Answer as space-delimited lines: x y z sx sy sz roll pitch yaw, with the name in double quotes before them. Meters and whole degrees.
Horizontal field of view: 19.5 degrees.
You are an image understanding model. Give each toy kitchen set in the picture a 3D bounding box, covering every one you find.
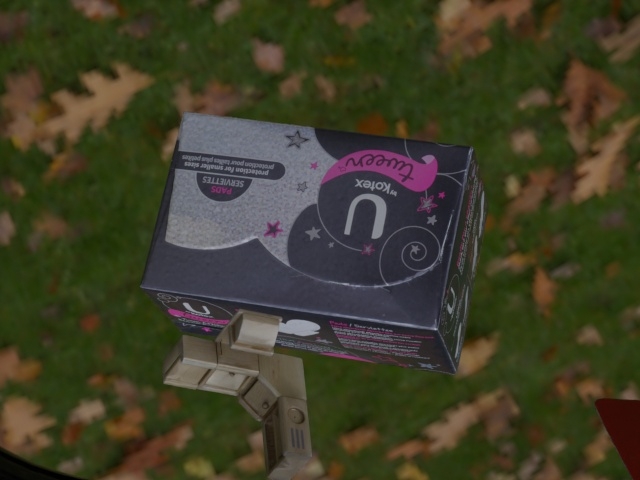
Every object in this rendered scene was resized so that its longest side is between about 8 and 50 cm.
"toy kitchen set" -0.044 0.093 1.140 0.083 0.075 0.068 13 139 -24

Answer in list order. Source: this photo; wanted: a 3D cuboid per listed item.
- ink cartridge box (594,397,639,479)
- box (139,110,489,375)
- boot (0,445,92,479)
"ink cartridge box" 0.361 0.128 1.290 0.271 0.309 0.130 0 112 -8
"box" 0.000 0.000 1.528 0.247 0.163 0.142 8 164 12
"boot" -0.266 0.106 1.202 0.131 0.260 0.348 -37 145 25
